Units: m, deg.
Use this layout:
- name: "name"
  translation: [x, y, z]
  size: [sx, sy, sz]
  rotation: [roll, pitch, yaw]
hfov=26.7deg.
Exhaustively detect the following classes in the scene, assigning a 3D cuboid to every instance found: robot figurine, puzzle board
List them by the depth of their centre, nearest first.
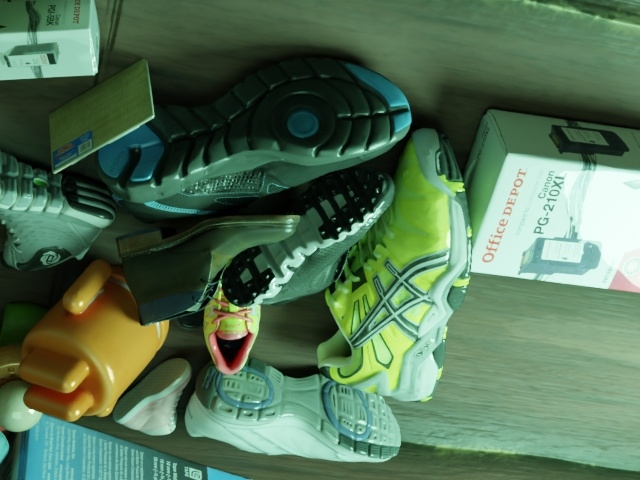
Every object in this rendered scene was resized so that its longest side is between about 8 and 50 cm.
- name: "puzzle board"
  translation: [-0.232, -0.131, 1.426]
  size: [0.128, 0.096, 0.011]
  rotation: [-28, 135, 15]
- name: "robot figurine"
  translation: [-0.258, 0.115, 1.554]
  size: [0.128, 0.219, 0.158]
  rotation: [-25, 108, 39]

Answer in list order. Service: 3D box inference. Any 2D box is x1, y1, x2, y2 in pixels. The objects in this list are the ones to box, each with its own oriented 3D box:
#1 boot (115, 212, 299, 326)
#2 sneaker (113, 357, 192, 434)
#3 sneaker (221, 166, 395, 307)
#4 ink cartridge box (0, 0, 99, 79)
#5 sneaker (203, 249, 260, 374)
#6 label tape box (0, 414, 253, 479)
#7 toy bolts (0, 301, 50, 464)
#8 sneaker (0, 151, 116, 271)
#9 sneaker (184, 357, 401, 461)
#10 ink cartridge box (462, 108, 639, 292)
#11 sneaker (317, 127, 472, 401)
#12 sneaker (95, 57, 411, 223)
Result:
- name: "boot"
  translation: [-0.119, 0.030, 1.495]
  size: [0.219, 0.082, 0.106]
  rotation: [-10, 87, 21]
- name: "sneaker"
  translation: [-0.196, 0.203, 1.719]
  size: [0.134, 0.051, 0.070]
  rotation: [-38, 124, 25]
- name: "sneaker"
  translation: [0.000, 0.000, 1.528]
  size: [0.234, 0.078, 0.106]
  rotation: [-39, 151, 19]
- name: "ink cartridge box"
  translation: [-0.294, -0.209, 1.355]
  size: [0.135, 0.099, 0.056]
  rotation: [-4, 127, -5]
- name: "sneaker"
  translation: [-0.101, 0.072, 1.601]
  size: [0.081, 0.094, 0.208]
  rotation: [-1, 126, -4]
- name: "label tape box"
  translation: [-0.248, 0.377, 1.725]
  size: [0.333, 0.241, 0.106]
  rotation: [23, 121, -22]
- name: "toy bolts"
  translation: [-0.431, 0.200, 1.618]
  size: [0.218, 0.158, 0.228]
  rotation: [11, 125, -15]
- name: "sneaker"
  translation: [-0.355, -0.026, 1.501]
  size: [0.228, 0.086, 0.132]
  rotation: [20, 125, -22]
- name: "sneaker"
  translation: [-0.036, 0.229, 1.743]
  size: [0.297, 0.111, 0.129]
  rotation: [18, 142, -18]
- name: "ink cartridge box"
  translation: [0.287, -0.043, 1.554]
  size: [0.237, 0.100, 0.172]
  rotation: [7, 126, -12]
- name: "sneaker"
  translation: [0.083, 0.043, 1.571]
  size: [0.147, 0.145, 0.385]
  rotation: [2, 125, -8]
- name: "sneaker"
  translation: [-0.070, -0.105, 1.476]
  size: [0.341, 0.125, 0.140]
  rotation: [-11, 156, -2]
